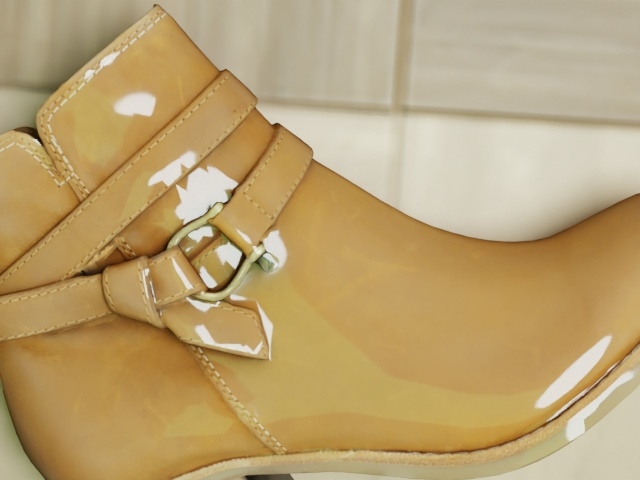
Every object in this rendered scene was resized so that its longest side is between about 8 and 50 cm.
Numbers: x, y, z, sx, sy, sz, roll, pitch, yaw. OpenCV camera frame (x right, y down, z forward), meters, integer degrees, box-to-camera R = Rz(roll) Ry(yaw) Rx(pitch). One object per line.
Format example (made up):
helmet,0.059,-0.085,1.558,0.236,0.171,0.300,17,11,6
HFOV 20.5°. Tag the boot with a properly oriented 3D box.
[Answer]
boot,0.000,0.000,0.473,0.197,0.073,0.152,-33,96,-2
